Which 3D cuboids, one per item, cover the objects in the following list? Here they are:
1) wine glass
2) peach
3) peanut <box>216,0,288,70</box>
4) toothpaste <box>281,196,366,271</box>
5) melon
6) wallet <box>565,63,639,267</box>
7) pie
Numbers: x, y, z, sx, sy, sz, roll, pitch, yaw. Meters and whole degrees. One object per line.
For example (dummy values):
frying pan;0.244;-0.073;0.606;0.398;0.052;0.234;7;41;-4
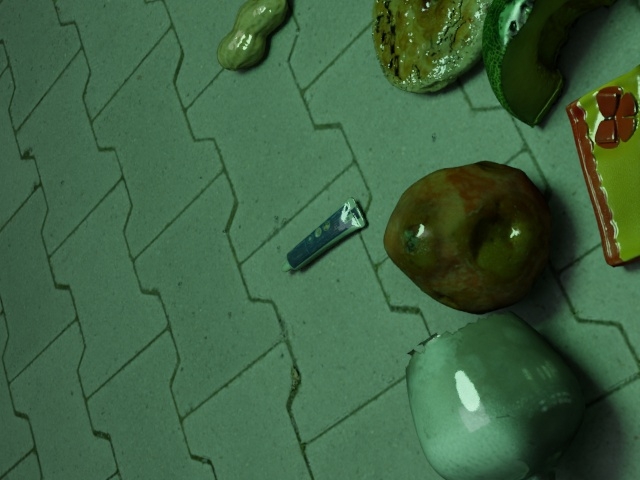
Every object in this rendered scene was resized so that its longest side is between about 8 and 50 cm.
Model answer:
wine glass;0.248;0.267;1.323;0.238;0.238;0.323;-44;62;33
peach;0.196;-0.002;1.401;0.214;0.235;0.214;5;97;52
peanut;-0.123;-0.383;1.864;0.187;0.082;0.082;-54;53;25
toothpaste;0.000;0.000;1.731;0.197;0.034;0.057;-38;69;33
melon;0.285;-0.307;1.387;0.129;0.169;0.265;48;117;37
wallet;0.400;-0.095;1.323;0.141;0.067;0.241;-25;69;42
pie;0.174;-0.359;1.584;0.274;0.055;0.274;-12;74;48
